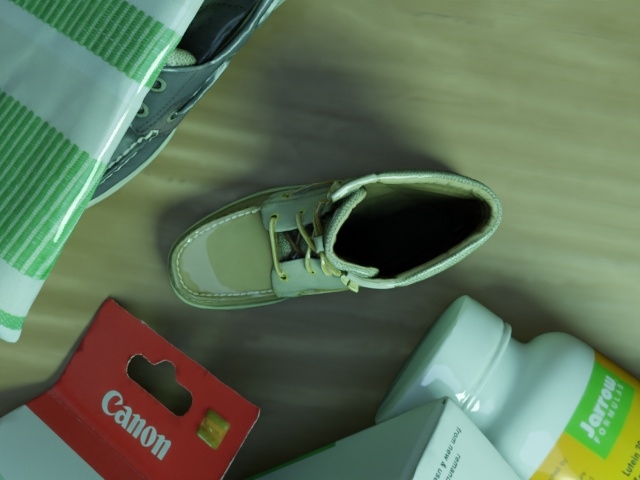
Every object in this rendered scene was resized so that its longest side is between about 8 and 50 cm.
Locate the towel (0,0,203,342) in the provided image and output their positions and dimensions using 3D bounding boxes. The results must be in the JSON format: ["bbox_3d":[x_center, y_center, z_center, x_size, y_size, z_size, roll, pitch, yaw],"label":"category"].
[{"bbox_3d":[-0.178,-0.129,0.731,0.248,0.038,0.325,34,95,36],"label":"towel"}]

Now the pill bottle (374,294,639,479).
[{"bbox_3d":[0.162,0.144,0.745,0.245,0.136,0.136,35,95,0],"label":"pill bottle"}]

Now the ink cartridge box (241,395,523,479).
[{"bbox_3d":[0.073,0.253,0.702,0.201,0.117,0.278,-30,106,41],"label":"ink cartridge box"}]

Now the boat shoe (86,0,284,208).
[{"bbox_3d":[-0.108,-0.128,0.760,0.285,0.092,0.103,-43,91,5],"label":"boat shoe"}]

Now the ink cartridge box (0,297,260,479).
[{"bbox_3d":[-0.160,0.159,0.741,0.181,0.056,0.225,29,90,42],"label":"ink cartridge box"}]

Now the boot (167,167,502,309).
[{"bbox_3d":[0.000,0.000,0.727,0.213,0.165,0.077,-12,93,2],"label":"boot"}]
